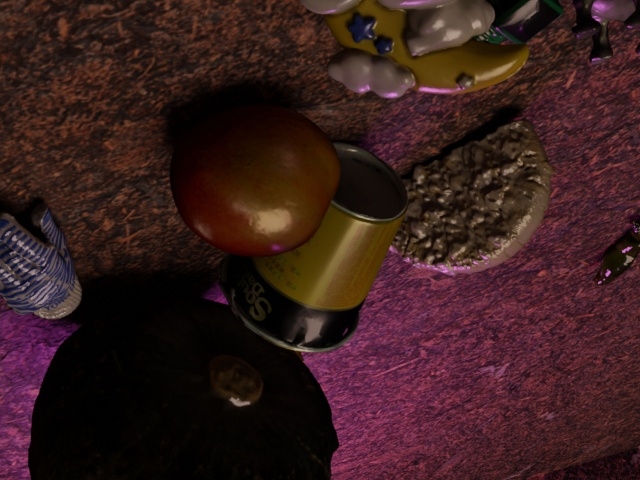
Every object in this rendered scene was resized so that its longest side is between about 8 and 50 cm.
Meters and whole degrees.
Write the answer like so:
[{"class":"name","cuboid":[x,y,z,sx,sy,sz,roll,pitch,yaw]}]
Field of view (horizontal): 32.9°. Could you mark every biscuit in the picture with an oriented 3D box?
[{"class":"biscuit","cuboid":[0.208,-0.041,1.559,0.281,0.179,0.084,-27,175,22]}]

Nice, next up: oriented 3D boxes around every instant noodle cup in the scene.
[{"class":"instant noodle cup","cuboid":[0.000,0.000,1.446,0.216,0.215,0.236,-2,137,-35]}]

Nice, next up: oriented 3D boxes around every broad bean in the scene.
[{"class":"broad bean","cuboid":[0.583,0.018,2.070,0.061,0.046,0.195,-2,143,-14]}]

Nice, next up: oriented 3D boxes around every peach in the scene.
[{"class":"peach","cuboid":[-0.085,-0.072,1.258,0.197,0.197,0.197,-18,152,-10]}]

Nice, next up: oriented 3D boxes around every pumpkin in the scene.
[{"class":"pumpkin","cuboid":[-0.194,0.291,1.526,0.455,0.454,0.344,2,140,-40]}]

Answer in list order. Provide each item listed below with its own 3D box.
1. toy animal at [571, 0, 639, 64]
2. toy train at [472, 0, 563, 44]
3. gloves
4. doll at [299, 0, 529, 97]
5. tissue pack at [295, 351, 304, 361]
[{"class":"toy animal","cuboid":[0.305,-0.305,1.141,0.106,0.168,0.343,-5,160,21]},{"class":"toy train","cuboid":[0.165,-0.253,1.163,0.228,0.136,0.091,-39,150,24]},{"class":"gloves","cuboid":[-0.353,0.027,1.331,0.119,0.097,0.229,-50,151,-14]},{"class":"doll","cuboid":[0.100,-0.252,1.065,0.252,0.111,0.237,-2,115,18]},{"class":"tissue pack","cuboid":[-0.127,0.211,1.851,0.176,0.062,0.095,2,144,-38]}]
